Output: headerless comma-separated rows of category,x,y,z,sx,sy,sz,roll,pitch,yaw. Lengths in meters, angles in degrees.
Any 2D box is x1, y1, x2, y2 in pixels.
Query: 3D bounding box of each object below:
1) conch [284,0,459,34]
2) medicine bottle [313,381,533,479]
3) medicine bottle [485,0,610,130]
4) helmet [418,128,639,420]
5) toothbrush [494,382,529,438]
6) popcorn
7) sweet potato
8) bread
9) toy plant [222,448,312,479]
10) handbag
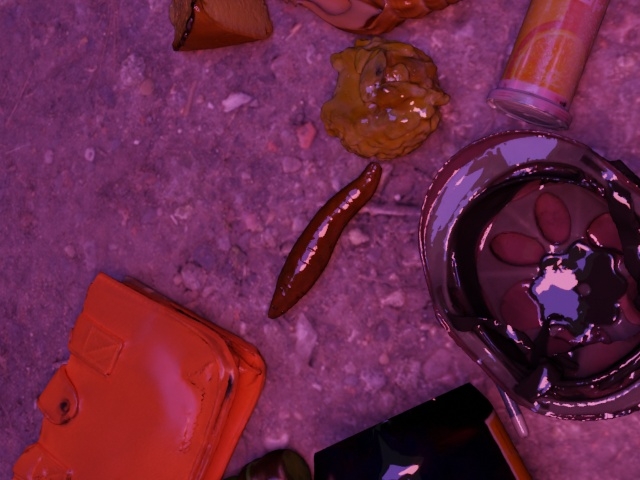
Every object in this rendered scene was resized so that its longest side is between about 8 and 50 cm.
conch,0.057,-0.342,1.147,0.331,0.093,0.109,14,111,37
medicine bottle,0.163,0.380,0.955,0.243,0.242,0.394,-27,81,18
medicine bottle,0.329,-0.355,1.025,0.108,0.108,0.425,21,92,22
helmet,0.285,0.041,0.958,0.271,0.197,0.338,-47,63,20
toothbrush,0.207,0.126,1.077,0.025,0.019,0.275,-28,75,9
popcorn,0.081,-0.193,1.101,0.174,0.142,0.173,12,109,39
sweet potato,-0.001,-0.001,1.152,0.057,0.057,0.264,34,96,21
bread,-0.180,-0.351,1.195,0.169,0.160,0.140,-8,83,21
toy plant,-0.093,0.355,1.136,0.162,0.093,0.092,-37,73,16
handbag,-0.279,0.283,1.205,0.304,0.116,0.409,25,94,21
